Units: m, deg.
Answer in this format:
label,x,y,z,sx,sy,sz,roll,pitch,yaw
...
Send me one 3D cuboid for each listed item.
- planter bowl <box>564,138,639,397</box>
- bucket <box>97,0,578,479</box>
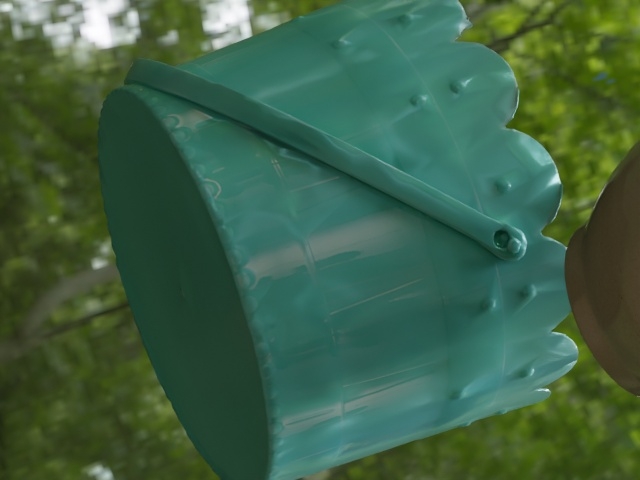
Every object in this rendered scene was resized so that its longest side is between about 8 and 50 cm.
label,x,y,z,sx,sy,sz,roll,pitch,yaw
planter bowl,0.187,0.016,0.935,0.109,0.162,0.162,-28,-97,37
bucket,0.000,0.000,1.110,0.281,0.183,0.281,52,-27,42
